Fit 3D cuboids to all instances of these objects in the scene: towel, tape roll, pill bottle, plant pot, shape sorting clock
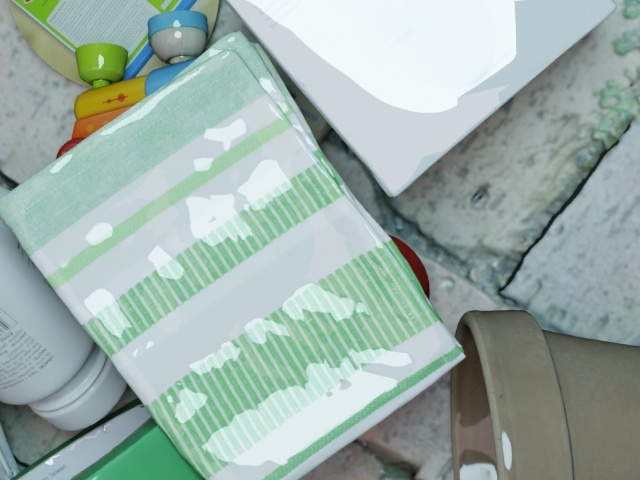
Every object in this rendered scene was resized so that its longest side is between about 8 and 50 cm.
[{"bbox_3d":[-0.066,0.031,1.008,0.248,0.038,0.325,-36,95,-3],"label":"towel"},{"bbox_3d":[-0.217,0.236,1.126,0.321,0.321,0.077,-31,94,21],"label":"tape roll"},{"bbox_3d":[-0.281,0.076,1.158,0.131,0.131,0.229,-21,134,20],"label":"pill bottle"},{"bbox_3d":[0.238,0.183,1.048,0.229,0.263,0.263,-3,105,-3],"label":"plant pot"},{"bbox_3d":[-0.189,-0.234,1.138,0.206,0.040,0.206,4,116,8],"label":"shape sorting clock"}]

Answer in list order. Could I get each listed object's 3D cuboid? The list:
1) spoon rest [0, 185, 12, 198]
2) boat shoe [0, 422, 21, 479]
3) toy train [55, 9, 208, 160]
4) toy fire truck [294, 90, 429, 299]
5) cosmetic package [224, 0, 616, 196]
[{"bbox_3d":[-0.359,-0.086,1.192,0.276,0.137,0.084,24,128,-5],"label":"spoon rest"},{"bbox_3d":[-0.362,0.134,1.263,0.103,0.118,0.320,-12,102,-27],"label":"boat shoe"},{"bbox_3d":[-0.198,-0.109,1.115,0.248,0.105,0.143,-11,77,22],"label":"toy train"},{"bbox_3d":[0.000,0.000,1.110,0.217,0.158,0.246,19,119,10],"label":"toy fire truck"},{"bbox_3d":[0.070,-0.194,1.003,0.224,0.138,0.225,-40,93,7],"label":"cosmetic package"}]
